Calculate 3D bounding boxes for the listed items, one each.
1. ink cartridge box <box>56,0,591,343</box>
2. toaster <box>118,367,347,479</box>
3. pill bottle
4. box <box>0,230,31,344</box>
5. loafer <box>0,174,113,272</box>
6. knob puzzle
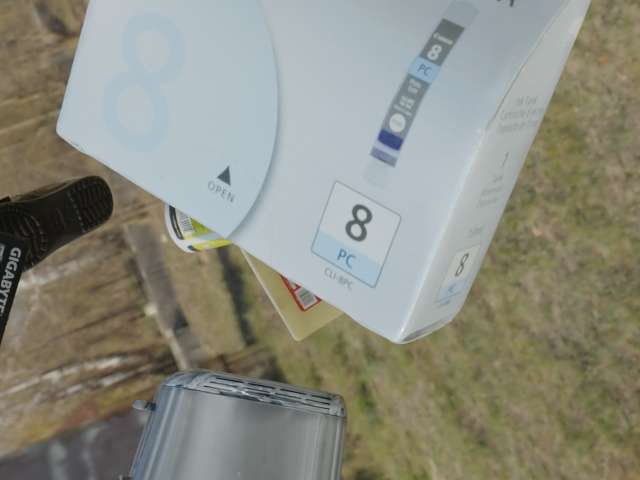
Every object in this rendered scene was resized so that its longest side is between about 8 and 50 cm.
[{"bbox_3d":[0.008,-0.175,0.700,0.308,0.091,0.384,31,116,27],"label":"ink cartridge box"},{"bbox_3d":[-0.065,0.201,1.028,0.129,0.227,0.146,145,136,-76],"label":"toaster"},{"bbox_3d":[-0.143,-0.055,1.876,0.119,0.209,0.119,37,-133,-54],"label":"pill bottle"},{"bbox_3d":[-0.482,0.161,1.502,0.293,0.073,0.295,-36,41,60],"label":"box"},{"bbox_3d":[-0.555,-0.021,2.104,0.130,0.366,0.133,0,106,42],"label":"loafer"},{"bbox_3d":[0.000,0.000,1.364,0.030,0.213,0.213,-26,85,65],"label":"knob puzzle"}]
